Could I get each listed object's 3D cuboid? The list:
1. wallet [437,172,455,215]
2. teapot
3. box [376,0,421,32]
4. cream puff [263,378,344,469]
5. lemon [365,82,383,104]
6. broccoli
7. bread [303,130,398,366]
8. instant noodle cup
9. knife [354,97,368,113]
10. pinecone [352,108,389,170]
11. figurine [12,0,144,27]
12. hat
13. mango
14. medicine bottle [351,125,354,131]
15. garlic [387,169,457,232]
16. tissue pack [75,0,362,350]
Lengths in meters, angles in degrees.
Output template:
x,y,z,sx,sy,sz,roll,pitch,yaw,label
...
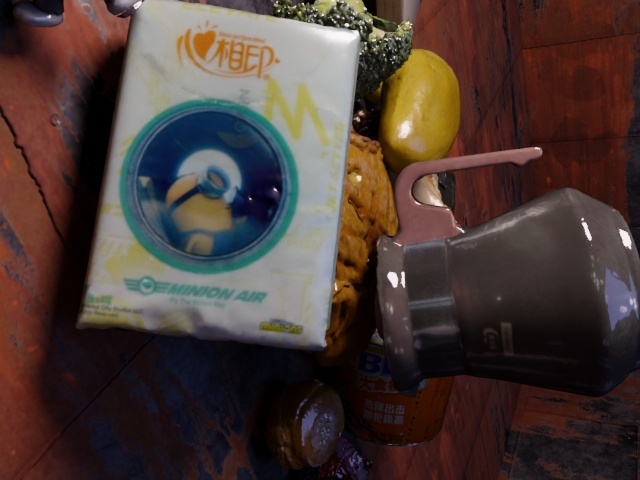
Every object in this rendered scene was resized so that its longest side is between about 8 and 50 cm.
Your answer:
x,y,z,sx,sy,sz,roll,pitch,yaw,label
0.337,-0.138,1.810,0.317,0.044,0.169,13,79,-61,wallet
0.256,0.055,0.928,0.305,0.362,0.376,-29,109,-78,teapot
0.179,-0.584,1.338,0.343,0.065,0.200,68,41,-72,box
-0.033,0.323,1.097,0.165,0.115,0.150,-29,110,-47,cream puff
0.135,-0.356,1.368,0.109,0.109,0.133,-57,131,-43,lemon
0.050,-0.420,1.158,0.252,0.221,0.361,37,51,-19,broccoli
0.000,0.000,1.042,0.398,0.215,0.398,-3,94,-60,bread
0.147,0.272,1.272,0.296,0.296,0.214,-11,109,-60,instant noodle cup
0.065,-0.325,1.337,0.060,0.028,0.230,-46,130,-34,knife
0.104,-0.205,1.308,0.121,0.140,0.140,137,-36,-72,pinecone
-0.291,-0.299,0.582,0.265,0.140,0.193,40,73,-27,figurine
-0.012,0.457,1.180,0.140,0.129,0.227,48,56,5,hat
0.191,-0.238,1.198,0.195,0.142,0.331,48,42,-38,mango
0.038,-0.141,1.219,0.096,0.096,0.192,-54,136,-45,medicine bottle
0.245,-0.034,1.457,0.313,0.249,0.286,-91,-168,-56,garlic
-0.109,-0.072,0.760,0.162,0.287,0.388,138,-42,-80,tissue pack
